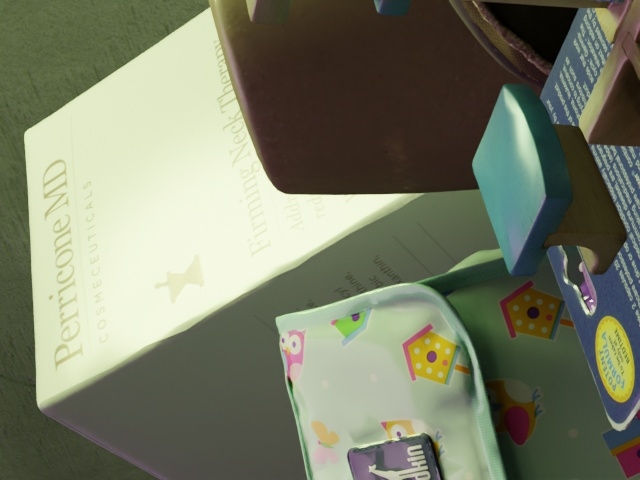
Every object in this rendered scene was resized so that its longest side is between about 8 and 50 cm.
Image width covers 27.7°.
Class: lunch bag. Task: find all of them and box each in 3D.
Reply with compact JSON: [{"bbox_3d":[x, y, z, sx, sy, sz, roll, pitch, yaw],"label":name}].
[{"bbox_3d":[0.117,0.114,0.742,0.160,0.262,0.223,34,-139,-85],"label":"lunch bag"}]

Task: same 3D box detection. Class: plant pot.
[{"bbox_3d":[0.067,-0.121,0.684,0.263,0.229,0.263,-16,-90,-86],"label":"plant pot"}]

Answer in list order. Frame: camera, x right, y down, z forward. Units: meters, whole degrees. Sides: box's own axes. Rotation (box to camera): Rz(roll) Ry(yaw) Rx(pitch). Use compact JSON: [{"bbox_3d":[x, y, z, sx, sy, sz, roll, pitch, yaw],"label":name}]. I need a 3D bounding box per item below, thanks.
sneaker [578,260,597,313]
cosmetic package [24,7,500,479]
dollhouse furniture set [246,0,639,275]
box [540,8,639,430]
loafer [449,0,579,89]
[{"bbox_3d":[0.156,0.010,0.515,0.236,0.104,0.095,74,-176,-64],"label":"sneaker"},{"bbox_3d":[0.000,0.000,1.134,0.327,0.394,0.329,42,-155,-44],"label":"cosmetic package"},{"bbox_3d":[0.059,-0.084,0.333,0.129,0.129,0.183,107,158,-46],"label":"dollhouse furniture set"},{"bbox_3d":[0.125,-0.055,0.405,0.225,0.036,0.136,108,156,-47],"label":"box"},{"bbox_3d":[0.076,-0.206,0.440,0.130,0.134,0.366,-98,-8,-63],"label":"loafer"}]
